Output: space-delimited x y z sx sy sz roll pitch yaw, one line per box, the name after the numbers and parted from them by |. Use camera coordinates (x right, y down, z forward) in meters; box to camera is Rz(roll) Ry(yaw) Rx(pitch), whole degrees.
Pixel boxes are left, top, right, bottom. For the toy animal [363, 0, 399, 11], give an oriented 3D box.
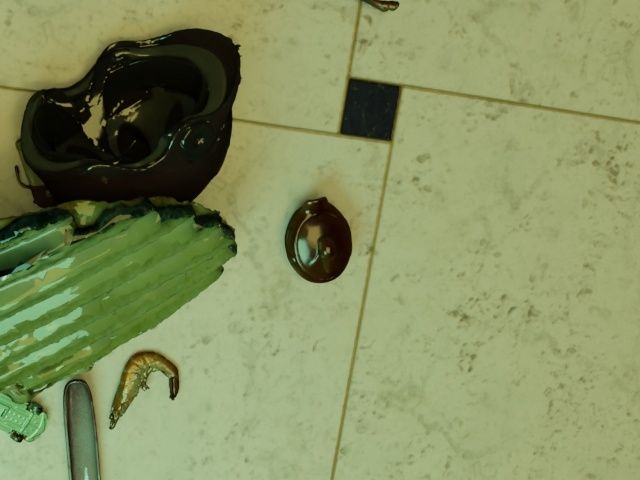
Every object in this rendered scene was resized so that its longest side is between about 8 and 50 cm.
0.080 -0.468 1.666 0.243 0.087 0.260 -48 114 -4 | toy animal

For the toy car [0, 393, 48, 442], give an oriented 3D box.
-0.433 0.235 1.696 0.122 0.035 0.059 32 92 -29 | toy car

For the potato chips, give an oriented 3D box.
-0.309 0.063 1.551 0.429 0.070 0.358 -28 148 -4 | potato chips

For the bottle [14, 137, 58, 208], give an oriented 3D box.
-0.373 -0.090 1.637 0.063 0.047 0.101 -3 112 21 | bottle

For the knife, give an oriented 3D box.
-0.343 0.323 1.734 0.123 0.053 0.278 -4 102 -10 | knife

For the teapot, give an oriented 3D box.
0.000 0.000 1.751 0.098 0.078 0.129 -10 105 -15 | teapot

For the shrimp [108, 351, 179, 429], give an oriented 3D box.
-0.254 0.221 1.753 0.091 0.025 0.127 33 89 -22 | shrimp

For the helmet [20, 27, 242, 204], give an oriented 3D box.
-0.222 -0.127 1.589 0.305 0.225 0.177 -27 134 -13 | helmet
